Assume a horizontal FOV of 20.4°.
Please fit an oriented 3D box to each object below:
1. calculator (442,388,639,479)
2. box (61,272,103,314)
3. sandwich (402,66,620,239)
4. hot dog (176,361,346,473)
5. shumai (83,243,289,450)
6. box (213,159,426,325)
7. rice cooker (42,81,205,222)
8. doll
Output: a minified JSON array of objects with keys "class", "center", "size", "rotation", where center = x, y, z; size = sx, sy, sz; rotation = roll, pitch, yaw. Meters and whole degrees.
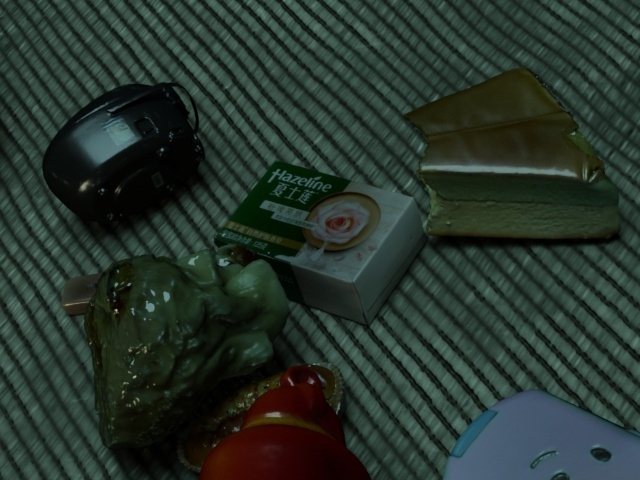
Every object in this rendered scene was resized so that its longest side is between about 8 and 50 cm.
[{"class":"calculator","center":[0.252,0.245,1.689],"size":[0.293,0.051,0.173],"rotation":[24,59,36]},{"class":"box","center":[-0.243,0.058,2.064],"size":[0.115,0.025,0.048],"rotation":[-6,48,14]},{"class":"sandwich","center":[0.199,-0.069,1.953],"size":[0.186,0.108,0.220],"rotation":[-24,46,-11]},{"class":"hot dog","center":[-0.060,0.188,1.855],"size":[0.192,0.053,0.099],"rotation":[-22,40,-4]},{"class":"shumai","center":[-0.139,0.109,1.873],"size":[0.218,0.256,0.189],"rotation":[-12,79,-18]},{"class":"box","center":[0.000,0.000,1.993],"size":[0.199,0.081,0.135],"rotation":[17,56,29]},{"class":"rice cooker","center":[-0.232,-0.105,2.134],"size":[0.203,0.142,0.118],"rotation":[-33,58,-11]},{"class":"doll","center":[-0.034,0.265,1.687],"size":[0.183,0.160,0.363],"rotation":[24,44,-19]}]
